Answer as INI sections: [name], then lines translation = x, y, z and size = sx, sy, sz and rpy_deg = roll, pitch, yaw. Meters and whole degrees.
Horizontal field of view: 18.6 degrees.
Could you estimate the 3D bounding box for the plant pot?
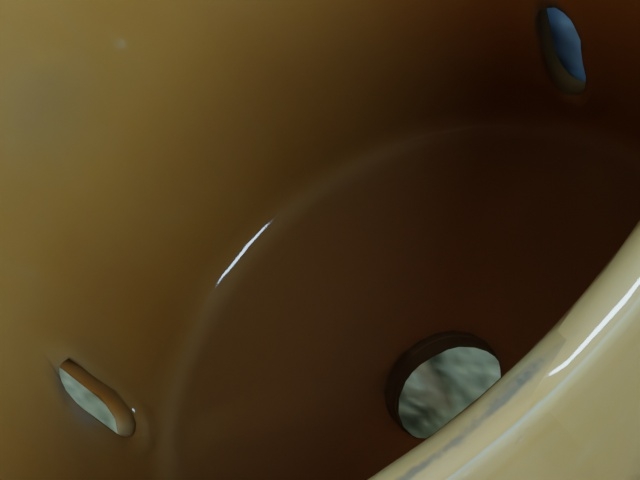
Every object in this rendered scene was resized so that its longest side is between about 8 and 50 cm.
[plant pot]
translation = 0.000, 0.000, 0.506
size = 0.290, 0.291, 0.203
rpy_deg = 5, 151, 31
